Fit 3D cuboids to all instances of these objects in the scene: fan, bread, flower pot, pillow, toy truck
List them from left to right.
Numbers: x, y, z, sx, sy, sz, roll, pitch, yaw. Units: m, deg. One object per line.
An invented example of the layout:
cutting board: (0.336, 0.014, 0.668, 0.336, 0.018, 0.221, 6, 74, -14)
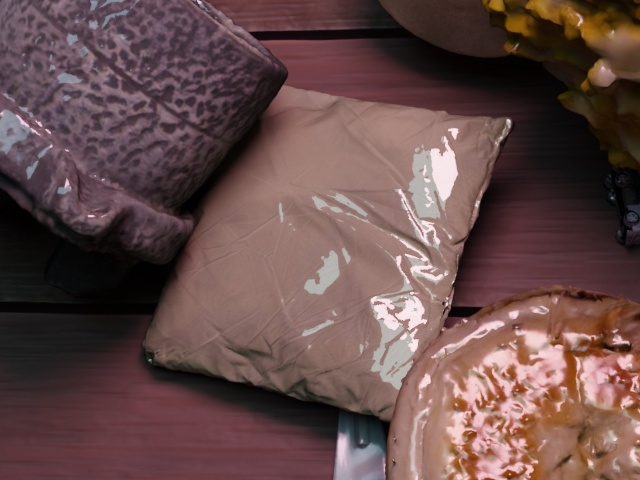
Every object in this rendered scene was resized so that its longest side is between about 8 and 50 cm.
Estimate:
flower pot: (-0.201, -0.103, 1.536, 0.299, 0.299, 0.283, 43, 97, 25)
pillow: (-0.001, -0.001, 1.577, 0.274, 0.076, 0.281, 10, 72, 30)
fan: (0.028, 0.111, 1.573, 0.057, 0.023, 0.282, -11, 63, 15)
bread: (0.194, 0.188, 1.423, 0.305, 0.159, 0.306, -1, 67, 3)
toy truck: (0.272, -0.037, 1.587, 0.044, 0.039, 0.083, -5, 62, -7)

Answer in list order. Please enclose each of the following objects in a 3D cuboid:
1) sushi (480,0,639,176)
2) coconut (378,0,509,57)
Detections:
sushi: (0.319, -0.212, 1.465, 0.240, 0.396, 0.351, -2, 52, 58)
coconut: (0.142, -0.278, 1.610, 0.241, 0.241, 0.241, -4, 64, 9)
